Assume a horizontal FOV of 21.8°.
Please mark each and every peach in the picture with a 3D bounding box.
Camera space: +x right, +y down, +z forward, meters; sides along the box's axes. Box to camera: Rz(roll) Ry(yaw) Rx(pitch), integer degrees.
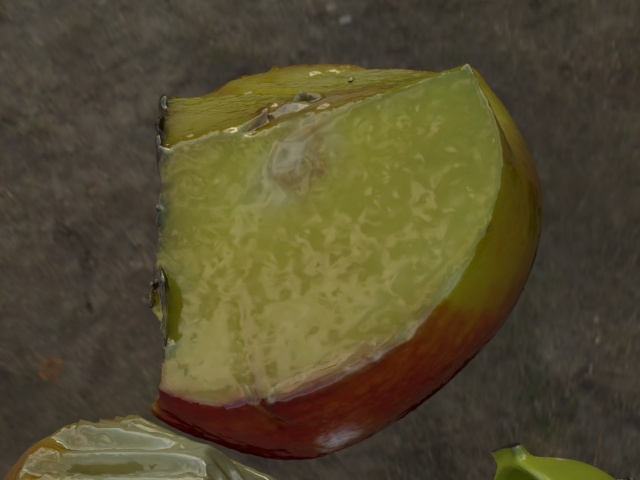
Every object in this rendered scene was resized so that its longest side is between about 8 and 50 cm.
[{"bbox_3d":[0.006,0.005,0.539,0.151,0.118,0.151,-12,26,6],"label":"peach"}]

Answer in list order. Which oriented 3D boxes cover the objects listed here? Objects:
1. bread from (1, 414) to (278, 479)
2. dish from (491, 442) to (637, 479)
[{"bbox_3d":[-0.076,0.255,1.070,0.183,0.388,0.236,-5,51,17],"label":"bread"},{"bbox_3d":[0.259,0.293,1.477,0.108,0.221,0.262,-20,46,-24],"label":"dish"}]
